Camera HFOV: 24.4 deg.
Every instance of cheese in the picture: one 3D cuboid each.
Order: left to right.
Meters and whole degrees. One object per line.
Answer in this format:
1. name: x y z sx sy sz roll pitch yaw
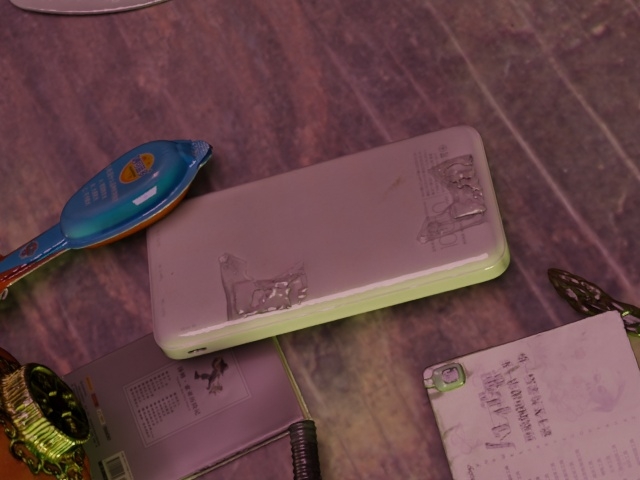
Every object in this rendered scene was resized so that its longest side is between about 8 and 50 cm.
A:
1. cheese: -0.198 -0.013 1.220 0.256 0.037 0.106 -32 31 6

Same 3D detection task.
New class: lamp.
1. lamp: -0.268 0.173 1.095 0.196 0.223 0.223 -35 68 10

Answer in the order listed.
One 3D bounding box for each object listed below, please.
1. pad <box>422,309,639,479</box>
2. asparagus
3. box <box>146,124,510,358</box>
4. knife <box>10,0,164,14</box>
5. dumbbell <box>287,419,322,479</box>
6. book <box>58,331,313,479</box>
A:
1. pad: 0.181 0.194 1.074 0.159 0.009 0.265 -19 73 12
2. asparagus: 0.275 0.071 1.093 0.236 0.027 0.034 19 98 21
3. box: 0.000 0.000 1.166 0.285 0.044 0.142 -15 56 9
4. knife: -0.265 -0.248 1.327 0.336 0.043 0.081 13 82 15
5. dumbbell: -0.001 0.256 1.075 0.081 0.081 0.254 -10 70 11
6. book: -0.111 0.127 1.180 0.182 0.014 0.127 -26 68 5
